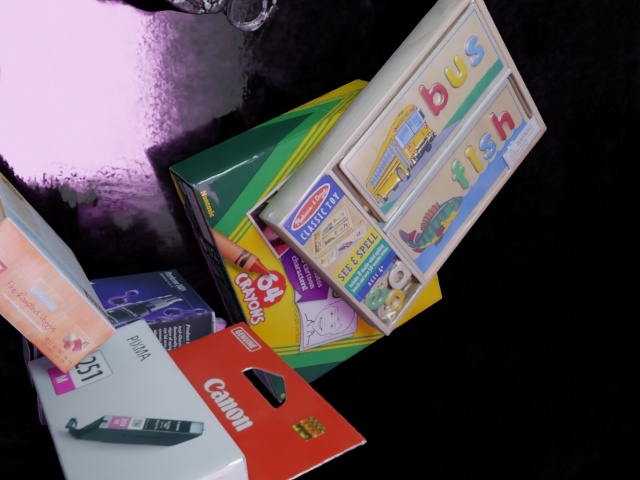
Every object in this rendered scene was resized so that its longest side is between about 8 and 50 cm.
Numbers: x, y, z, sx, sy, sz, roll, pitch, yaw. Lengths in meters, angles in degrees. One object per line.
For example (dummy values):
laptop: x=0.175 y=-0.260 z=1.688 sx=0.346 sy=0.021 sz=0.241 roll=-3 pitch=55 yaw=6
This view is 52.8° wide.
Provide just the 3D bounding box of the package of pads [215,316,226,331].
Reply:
package of pads: x=-0.174 y=0.147 z=0.927 sx=0.050 sy=0.032 sz=0.083 roll=18 pitch=99 yaw=-33

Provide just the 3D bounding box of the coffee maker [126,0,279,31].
coffee maker: x=-0.159 y=-0.286 z=0.671 sx=0.120 sy=0.178 sz=0.171 roll=-40 pitch=122 yaw=-9

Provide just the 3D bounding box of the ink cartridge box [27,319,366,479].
ink cartridge box: x=-0.130 y=0.153 z=0.618 sx=0.239 sy=0.275 sz=0.060 roll=-21 pitch=118 yaw=-25

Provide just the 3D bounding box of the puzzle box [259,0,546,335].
puzzle box: x=0.134 y=-0.102 z=0.885 sx=0.409 sy=0.052 sz=0.272 roll=-51 pitch=127 yaw=-9

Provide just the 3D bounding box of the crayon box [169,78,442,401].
crayon box: x=0.000 y=0.000 z=0.930 sx=0.313 sy=0.106 sz=0.363 roll=-29 pitch=122 yaw=-20

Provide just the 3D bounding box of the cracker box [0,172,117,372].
cracker box: x=-0.308 y=0.017 z=0.666 sx=0.067 sy=0.232 sz=0.156 roll=-39 pitch=124 yaw=-13

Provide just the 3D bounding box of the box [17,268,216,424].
box: x=-0.251 y=0.121 z=0.795 sx=0.207 sy=0.153 sz=0.108 roll=-8 pitch=112 yaw=-31
